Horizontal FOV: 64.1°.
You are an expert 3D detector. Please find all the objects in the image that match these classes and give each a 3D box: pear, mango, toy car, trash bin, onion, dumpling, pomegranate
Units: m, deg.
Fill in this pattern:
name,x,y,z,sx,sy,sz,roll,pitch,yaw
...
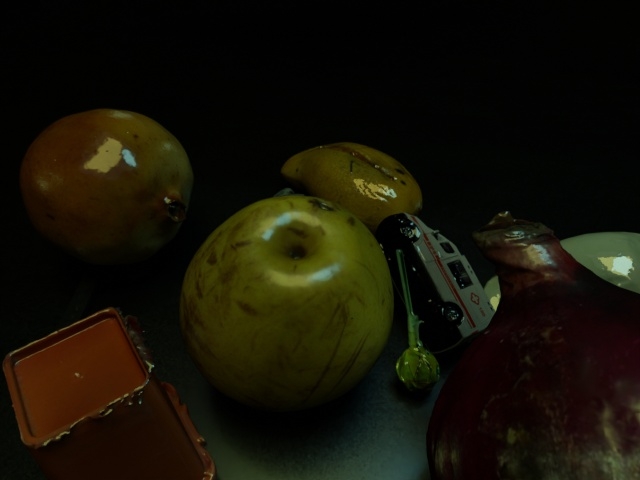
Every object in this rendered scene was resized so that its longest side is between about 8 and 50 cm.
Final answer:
name,x,y,z,sx,sy,sz,roll,pitch,yaw
pear,-0.040,0.075,0.649,0.280,0.281,0.281,-1,44,1
mango,0.055,-0.109,0.937,0.177,0.120,0.294,-31,51,-31
toy car,0.164,0.051,0.742,0.108,0.089,0.210,-17,72,-30
trash bin,-0.212,0.206,0.532,0.161,0.239,0.184,-26,50,-24
onion,0.244,0.143,0.479,0.347,0.348,0.386,-14,72,-13
dumpling,0.373,0.107,0.705,0.175,0.243,0.227,22,57,-24
pomegranate,-0.330,-0.084,0.833,0.263,0.265,0.265,-1,44,1

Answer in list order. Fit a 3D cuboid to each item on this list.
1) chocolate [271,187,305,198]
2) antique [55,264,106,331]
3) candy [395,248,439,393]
name,x,y,z,sx,sy,sz,roll,pitch,yaw
chocolate,0.000,0.000,0.841,0.110,0.110,0.248,-35,53,-30
antique,-0.380,0.112,0.795,0.030,0.015,0.192,1,44,2
candy,0.120,0.108,0.691,0.058,0.062,0.194,-8,86,-13
